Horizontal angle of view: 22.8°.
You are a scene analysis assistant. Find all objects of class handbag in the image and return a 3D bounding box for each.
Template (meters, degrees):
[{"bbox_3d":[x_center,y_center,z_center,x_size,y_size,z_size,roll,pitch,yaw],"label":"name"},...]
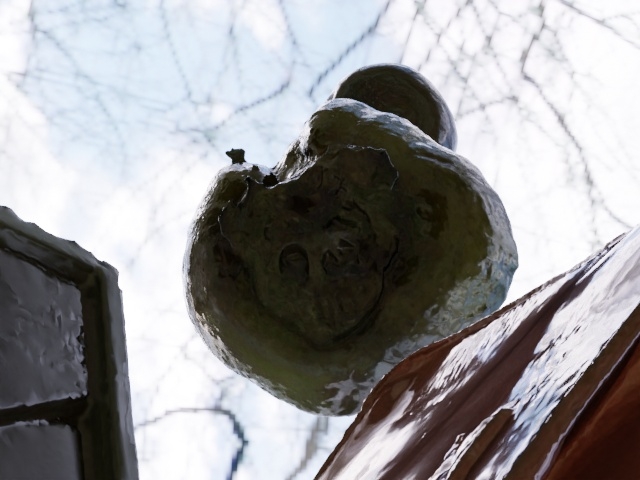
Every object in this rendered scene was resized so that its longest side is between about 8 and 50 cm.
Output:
[{"bbox_3d":[0.045,0.069,0.455,0.059,0.157,0.212,46,-33,0],"label":"handbag"}]

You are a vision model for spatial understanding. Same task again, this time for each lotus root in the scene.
[{"bbox_3d":[0.003,0.002,0.914,0.203,0.078,0.183,26,-96,24],"label":"lotus root"}]

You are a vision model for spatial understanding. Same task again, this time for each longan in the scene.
[{"bbox_3d":[0.080,-0.134,1.931,0.189,0.189,0.189,-10,-104,44],"label":"longan"}]

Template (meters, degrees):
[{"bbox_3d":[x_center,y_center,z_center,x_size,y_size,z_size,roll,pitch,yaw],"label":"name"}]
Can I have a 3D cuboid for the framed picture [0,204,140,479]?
[{"bbox_3d":[-0.151,0.035,0.297,0.024,0.315,0.232,-36,-136,27],"label":"framed picture"}]
